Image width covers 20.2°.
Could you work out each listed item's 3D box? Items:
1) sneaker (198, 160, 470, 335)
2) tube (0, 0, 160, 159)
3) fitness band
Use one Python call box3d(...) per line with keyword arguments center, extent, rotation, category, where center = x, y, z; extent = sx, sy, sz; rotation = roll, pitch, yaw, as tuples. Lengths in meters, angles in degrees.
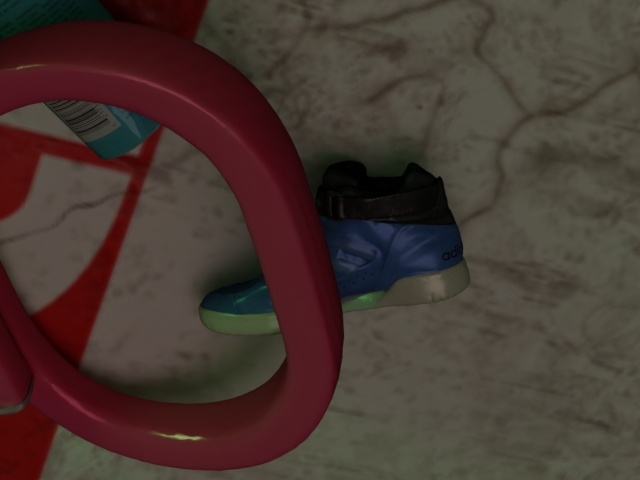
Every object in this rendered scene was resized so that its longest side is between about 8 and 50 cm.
box3d(center=(0.000, 0.000, 0.987), extent=(0.152, 0.058, 0.085), rotation=(-10, 104, 13), category="sneaker")
box3d(center=(-0.156, -0.127, 0.881), extent=(0.080, 0.052, 0.207), rotation=(-35, 118, 13), category="tube")
box3d(center=(-0.100, 0.015, 0.924), extent=(0.209, 0.054, 0.291), rotation=(-4, 131, 15), category="fitness band")
